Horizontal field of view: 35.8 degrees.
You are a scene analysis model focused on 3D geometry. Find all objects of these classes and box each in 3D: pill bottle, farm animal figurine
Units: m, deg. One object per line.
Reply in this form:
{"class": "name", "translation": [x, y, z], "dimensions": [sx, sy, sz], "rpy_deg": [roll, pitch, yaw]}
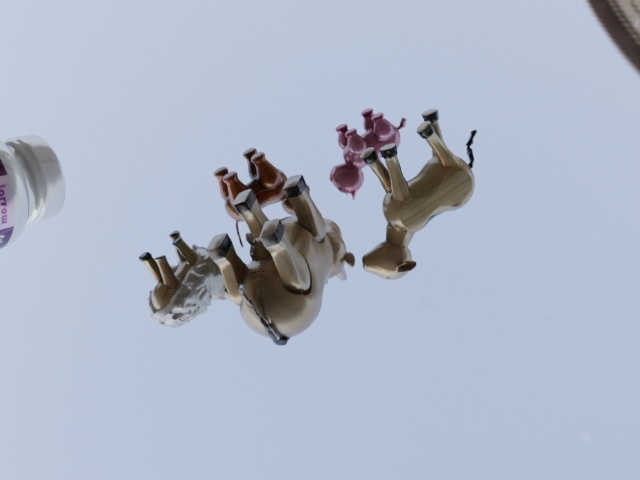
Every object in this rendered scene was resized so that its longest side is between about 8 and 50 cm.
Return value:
{"class": "pill bottle", "translation": [-0.501, -0.053, 1.321], "dimensions": [0.301, 0.169, 0.169], "rpy_deg": [-22, -110, -44]}
{"class": "farm animal figurine", "translation": [0.000, 0.000, 1.152], "dimensions": [0.330, 0.172, 0.327], "rpy_deg": [-5, -147, 39]}
